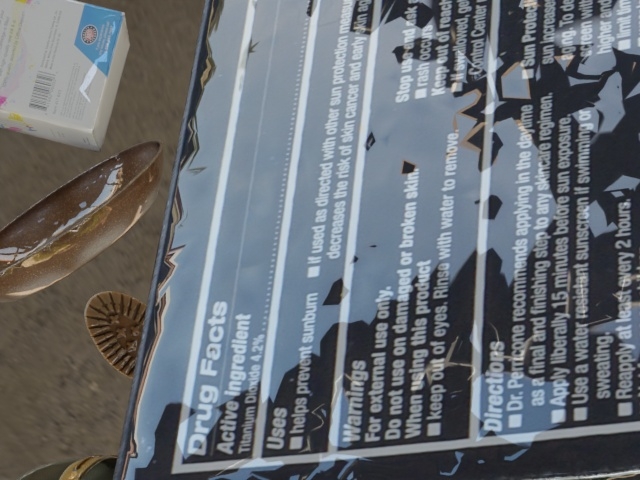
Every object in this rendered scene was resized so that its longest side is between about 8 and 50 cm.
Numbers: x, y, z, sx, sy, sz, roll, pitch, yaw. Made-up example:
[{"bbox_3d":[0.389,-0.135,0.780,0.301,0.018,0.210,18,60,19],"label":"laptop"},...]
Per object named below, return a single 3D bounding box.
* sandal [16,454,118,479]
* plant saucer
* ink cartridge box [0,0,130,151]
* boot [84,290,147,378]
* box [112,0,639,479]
[{"bbox_3d":[-0.169,0.200,1.329,0.180,0.049,0.072,-4,60,8],"label":"sandal"},{"bbox_3d":[-0.196,-0.008,1.296,0.198,0.198,0.036,-35,106,-6],"label":"plant saucer"},{"bbox_3d":[-0.221,-0.131,1.227,0.143,0.090,0.092,15,83,-1],"label":"ink cartridge box"},{"bbox_3d":[-0.156,0.098,1.485,0.158,0.084,0.059,45,79,-26],"label":"boot"},{"bbox_3d":[0.112,-0.007,0.610,0.294,0.183,0.296,-7,54,22],"label":"box"}]
